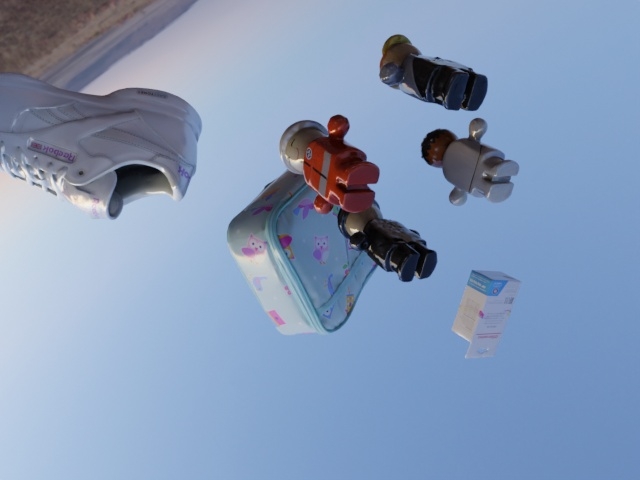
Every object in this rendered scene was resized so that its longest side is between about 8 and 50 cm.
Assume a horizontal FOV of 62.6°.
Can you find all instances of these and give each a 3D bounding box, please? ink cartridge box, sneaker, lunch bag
[{"bbox_3d":[0.353,0.159,1.139,0.062,0.104,0.181,32,-69,52],"label":"ink cartridge box"},{"bbox_3d":[-0.289,-0.099,0.583,0.305,0.114,0.152,-2,-118,-8],"label":"sneaker"},{"bbox_3d":[0.000,0.000,0.810,0.108,0.224,0.279,-12,-155,36],"label":"lunch bag"}]

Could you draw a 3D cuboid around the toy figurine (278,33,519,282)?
[{"bbox_3d":[0.086,-0.087,0.575,0.209,0.213,0.148,-45,-140,0],"label":"toy figurine"}]
